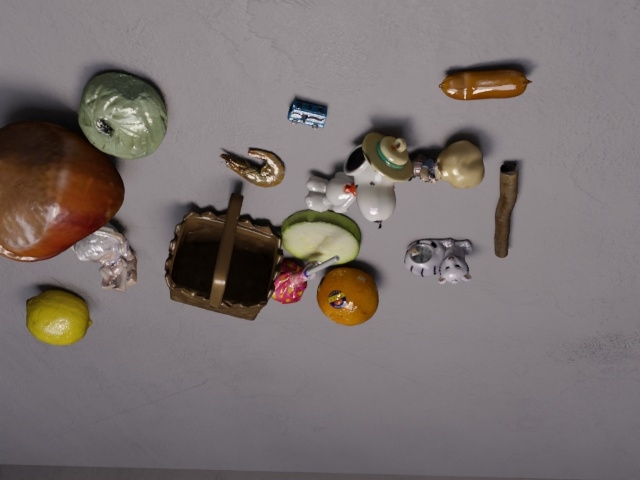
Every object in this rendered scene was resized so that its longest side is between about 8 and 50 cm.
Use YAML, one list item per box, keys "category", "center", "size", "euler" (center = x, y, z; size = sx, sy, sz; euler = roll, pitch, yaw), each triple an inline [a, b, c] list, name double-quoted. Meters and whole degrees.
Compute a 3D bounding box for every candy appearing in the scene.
- category: "candy"
  center: [-0.042, 0.088, 2.077]
  size: [0.124, 0.124, 0.365]
  euler: [23, 155, -19]

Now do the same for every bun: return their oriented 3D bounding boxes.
- category: "bun"
  center: [-0.445, -0.264, 1.750]
  size: [0.221, 0.108, 0.221]
  euler: [5, 144, 4]

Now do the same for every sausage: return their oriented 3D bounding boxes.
- category: "sausage"
  center: [0.331, -0.313, 1.575]
  size: [0.183, 0.054, 0.062]
  euler: [-2, 110, 17]

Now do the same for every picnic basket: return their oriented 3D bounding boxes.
- category: "picnic basket"
  center: [-0.243, 0.050, 2.003]
  size: [0.291, 0.254, 0.321]
  euler: [13, 155, -6]

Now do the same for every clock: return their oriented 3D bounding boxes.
- category: "clock"
  center: [0.303, 0.063, 2.027]
  size: [0.176, 0.117, 0.080]
  euler: [-2, 142, 15]

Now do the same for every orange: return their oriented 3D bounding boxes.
- category: "orange"
  center: [0.075, 0.152, 2.163]
  size: [0.177, 0.155, 0.178]
  euler: [10, 139, 9]

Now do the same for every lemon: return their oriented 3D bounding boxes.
- category: "lemon"
  center: [-0.824, 0.244, 2.458]
  size: [0.193, 0.181, 0.180]
  euler: [16, 148, -43]

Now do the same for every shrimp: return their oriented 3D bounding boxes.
- category: "shrimp"
  center: [-0.159, -0.178, 1.861]
  size: [0.162, 0.045, 0.095]
  euler: [26, 140, -19]

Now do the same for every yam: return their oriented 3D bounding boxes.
- category: "yam"
  center: [0.446, -0.066, 1.890]
  size: [0.045, 0.045, 0.327]
  euler: [-24, 144, -9]

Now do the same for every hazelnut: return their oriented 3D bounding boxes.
- category: "hazelnut"
  center: [-0.645, -0.113, 1.844]
  size: [0.372, 0.315, 0.372]
  euler: [-9, 168, -2]

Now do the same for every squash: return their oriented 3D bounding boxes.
- category: "squash"
  center: [0.001, -0.004, 2.072]
  size: [0.219, 0.041, 0.219]
  euler: [7, 148, 4]

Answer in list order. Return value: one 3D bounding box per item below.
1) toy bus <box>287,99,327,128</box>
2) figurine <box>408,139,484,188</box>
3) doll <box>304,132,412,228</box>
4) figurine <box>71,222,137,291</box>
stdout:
- category: "toy bus"
  center: [-0.028, -0.276, 1.708]
  size: [0.083, 0.038, 0.046]
  euler: [12, 139, -8]
- category: "figurine"
  center: [0.269, -0.161, 1.750]
  size: [0.196, 0.108, 0.114]
  euler: [-7, 158, 32]
- category: "doll"
  center: [0.078, -0.148, 1.786]
  size: [0.144, 0.208, 0.271]
  euler: [8, -173, -40]
- category: "figurine"
  center: [-0.597, 0.032, 2.149]
  size: [0.162, 0.141, 0.237]
  euler: [-6, 141, 12]
